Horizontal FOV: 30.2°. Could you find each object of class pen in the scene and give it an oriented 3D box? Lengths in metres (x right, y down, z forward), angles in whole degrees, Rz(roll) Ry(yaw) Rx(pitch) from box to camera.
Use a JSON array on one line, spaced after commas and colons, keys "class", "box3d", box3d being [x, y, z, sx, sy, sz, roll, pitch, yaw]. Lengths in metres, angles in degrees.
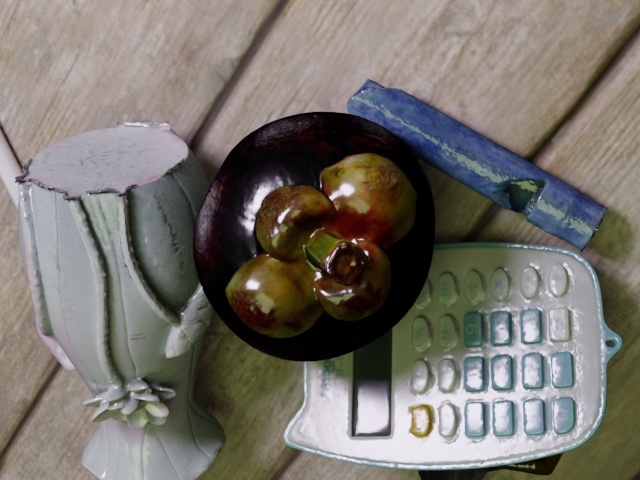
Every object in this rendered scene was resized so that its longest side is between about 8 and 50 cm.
[{"class": "pen", "box3d": [-0.423, -0.133, 1.536, 0.033, 0.033, 0.269, -18, 105, 26]}]

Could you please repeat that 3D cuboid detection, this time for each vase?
[{"class": "vase", "box3d": [-0.225, 0.092, 1.435, 0.249, 0.250, 0.446, 7, 122, 18]}]

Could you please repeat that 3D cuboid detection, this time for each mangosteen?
[{"class": "mangosteen", "box3d": [0.000, 0.000, 1.245, 0.274, 0.302, 0.275, -1, 97, -8]}]

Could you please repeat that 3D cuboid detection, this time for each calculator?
[{"class": "calculator", "box3d": [0.144, 0.129, 1.332, 0.386, 0.054, 0.256, -7, 70, 25]}]

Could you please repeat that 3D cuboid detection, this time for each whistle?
[{"class": "whistle", "box3d": [0.170, -0.087, 1.310, 0.304, 0.062, 0.062, 31, 119, 7]}]

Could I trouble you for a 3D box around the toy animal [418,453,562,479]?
[{"class": "toy animal", "box3d": [0.190, 0.221, 1.397, 0.185, 0.122, 0.298, 21, 110, 7]}]
